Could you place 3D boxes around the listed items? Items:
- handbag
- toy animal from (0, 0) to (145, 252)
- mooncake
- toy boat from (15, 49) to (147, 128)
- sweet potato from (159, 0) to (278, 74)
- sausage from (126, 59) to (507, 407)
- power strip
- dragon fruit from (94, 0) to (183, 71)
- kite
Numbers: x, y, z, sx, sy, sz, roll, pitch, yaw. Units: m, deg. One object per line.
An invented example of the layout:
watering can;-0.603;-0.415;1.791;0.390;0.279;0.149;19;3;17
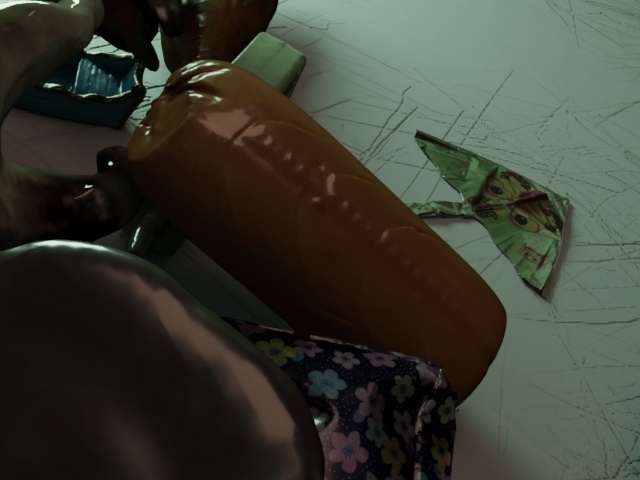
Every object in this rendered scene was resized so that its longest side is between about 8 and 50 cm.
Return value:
handbag;-0.026;0.156;0.729;0.228;0.127;0.208;14;53;-3
toy animal;-0.321;-0.087;0.786;0.344;0.194;0.302;18;35;21
mooncake;-0.141;0.153;0.569;0.306;0.154;0.306;-1;69;2
toy boat;-0.234;-0.155;1.022;0.185;0.077;0.075;14;40;-14
sweet potato;-0.095;-0.225;1.157;0.112;0.112;0.359;20;34;-6
sausage;-0.001;-0.001;0.868;0.304;0.121;0.121;41;35;-16
power strip;-0.091;-0.070;0.989;0.053;0.093;0.288;31;37;1
dragon fruit;-0.172;-0.264;1.007;0.192;0.193;0.274;-6;85;-61
kite;0.142;-0.030;1.138;0.250;0.012;0.229;-6;46;-32
